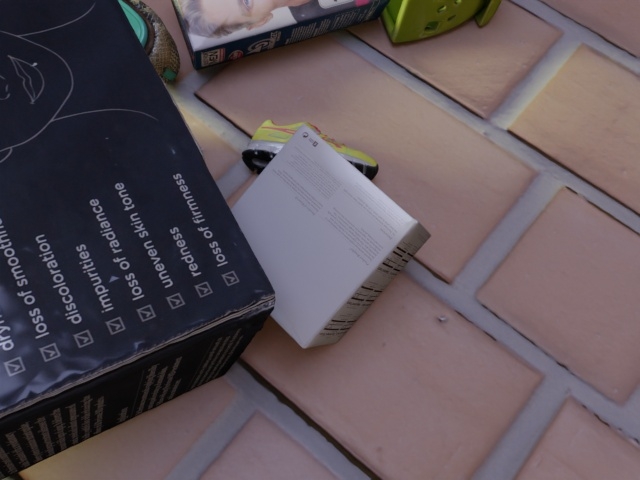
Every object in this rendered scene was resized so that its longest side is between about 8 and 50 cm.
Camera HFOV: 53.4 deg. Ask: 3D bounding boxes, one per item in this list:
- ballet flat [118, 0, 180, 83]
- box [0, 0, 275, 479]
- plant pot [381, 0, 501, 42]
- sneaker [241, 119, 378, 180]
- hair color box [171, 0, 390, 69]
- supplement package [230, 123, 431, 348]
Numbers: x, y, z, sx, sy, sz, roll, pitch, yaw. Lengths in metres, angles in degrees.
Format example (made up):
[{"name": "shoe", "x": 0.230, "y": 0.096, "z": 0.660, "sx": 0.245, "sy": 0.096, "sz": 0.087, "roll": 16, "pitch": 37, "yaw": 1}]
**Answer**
[{"name": "ballet flat", "x": -0.420, "y": -0.411, "z": 1.043, "sx": 0.482, "sy": 0.182, "sz": 0.164, "roll": 41, "pitch": 95, "yaw": 7}, {"name": "box", "x": -0.385, "y": 0.000, "z": 0.698, "sx": 0.471, "sy": 0.297, "sz": 0.480, "roll": -21, "pitch": 72, "yaw": -29}, {"name": "plant pot", "x": 0.213, "y": -0.500, "z": 1.081, "sx": 0.207, "sy": 0.227, "sz": 0.228, "roll": -8, "pitch": 64, "yaw": -12}, {"name": "sneaker", "x": -0.010, "y": -0.142, "z": 0.977, "sx": 0.208, "sy": 0.081, "sz": 0.094, "roll": 13, "pitch": 58, "yaw": 3}, {"name": "hair color box", "x": -0.073, "y": -0.425, "z": 1.064, "sx": 0.347, "sy": 0.105, "sz": 0.174, "roll": -19, "pitch": 92, "yaw": -10}, {"name": "supplement package", "x": 0.000, "y": 0.000, "z": 0.831, "sx": 0.194, "sy": 0.149, "sz": 0.203, "roll": 43, "pitch": 96, "yaw": 17}]
